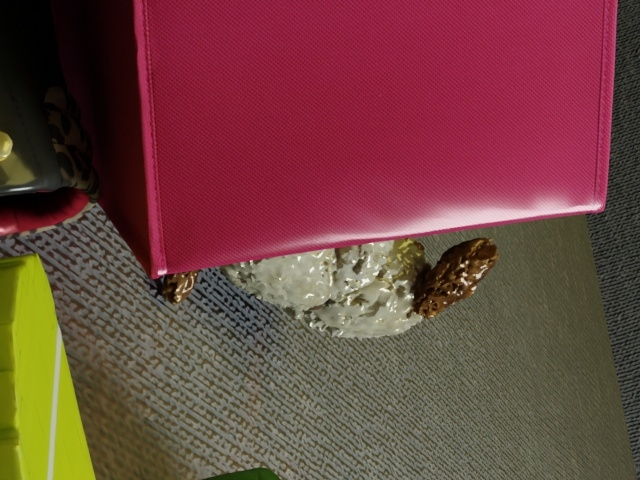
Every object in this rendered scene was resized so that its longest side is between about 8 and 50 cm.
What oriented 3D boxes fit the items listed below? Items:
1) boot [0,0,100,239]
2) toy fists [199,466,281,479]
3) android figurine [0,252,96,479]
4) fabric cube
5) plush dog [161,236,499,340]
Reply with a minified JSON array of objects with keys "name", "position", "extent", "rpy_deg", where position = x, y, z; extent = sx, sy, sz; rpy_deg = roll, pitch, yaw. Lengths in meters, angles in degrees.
[{"name":"boot","position":[-0.225,-0.146,0.710],"extent":[0.377,0.138,0.284],"rpy_deg":[15,60,-78]},{"name":"toy fists","position":[-0.002,0.263,0.980],"extent":[0.096,0.142,0.279],"rpy_deg":[-41,121,-23]},{"name":"android figurine","position":[-0.144,0.121,0.714],"extent":[0.248,0.056,0.273],"rpy_deg":[-101,-179,-55]},{"name":"fabric cube","position":[-0.010,-0.152,0.843],"extent":[0.259,0.258,0.254],"rpy_deg":[-135,-141,-61]},{"name":"plush dog","position":[0.000,0.000,1.151],"extent":[0.225,0.262,0.211],"rpy_deg":[41,69,-42]}]
